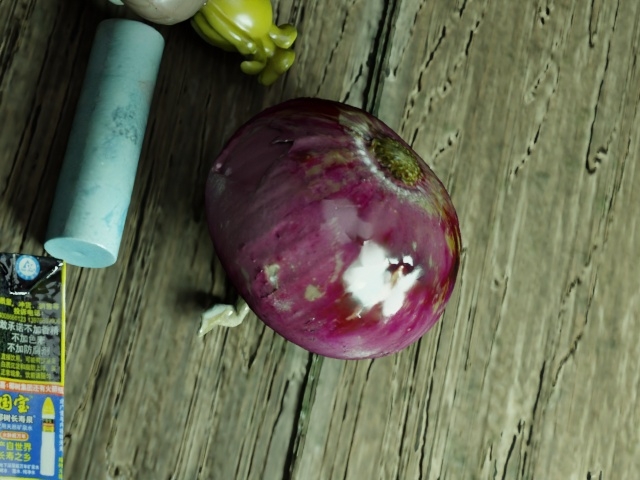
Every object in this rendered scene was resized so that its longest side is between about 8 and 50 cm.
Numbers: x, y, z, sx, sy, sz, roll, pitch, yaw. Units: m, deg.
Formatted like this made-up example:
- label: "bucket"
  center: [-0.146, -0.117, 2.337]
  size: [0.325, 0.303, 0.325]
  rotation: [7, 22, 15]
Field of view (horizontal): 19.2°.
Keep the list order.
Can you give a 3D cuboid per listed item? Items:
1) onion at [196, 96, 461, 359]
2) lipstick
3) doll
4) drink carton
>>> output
- label: "onion"
  center: [0.008, -0.006, 1.201]
  size: [0.177, 0.153, 0.177]
  rotation: [12, 52, -17]
- label: "lipstick"
  center: [-0.137, -0.063, 1.200]
  size: [0.048, 0.048, 0.158]
  rotation: [19, 66, -21]
- label: "doll"
  center: [-0.093, -0.173, 1.228]
  size: [0.188, 0.096, 0.145]
  rotation: [56, 26, -7]
- label: "drink carton"
  center: [-0.182, 0.095, 1.111]
  size: [0.056, 0.071, 0.165]
  rotation: [9, 71, -28]
